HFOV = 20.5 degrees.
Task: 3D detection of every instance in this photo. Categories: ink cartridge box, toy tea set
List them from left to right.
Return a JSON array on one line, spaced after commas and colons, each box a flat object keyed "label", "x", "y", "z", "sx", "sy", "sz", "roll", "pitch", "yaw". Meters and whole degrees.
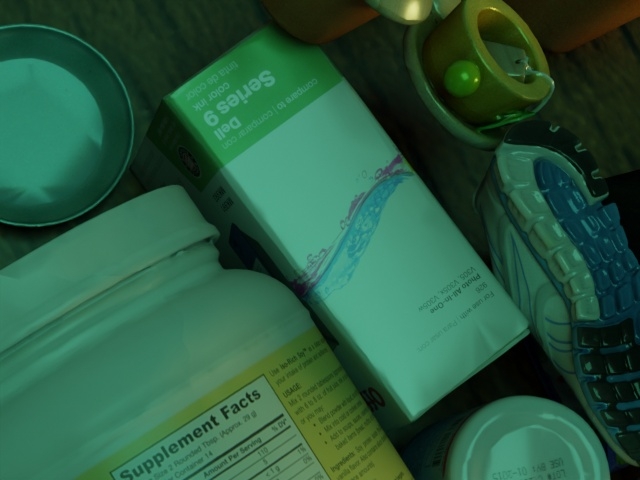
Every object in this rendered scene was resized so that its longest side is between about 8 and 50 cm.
[{"label": "ink cartridge box", "x": 0.000, "y": 0.000, "z": 0.968, "sx": 0.093, "sy": 0.154, "sz": 0.212, "roll": -38, "pitch": 90, "yaw": -17}, {"label": "toy tea set", "x": 0.101, "y": -0.172, "z": 0.975, "sx": 0.200, "sy": 0.124, "sz": 0.336, "roll": 50, "pitch": 35, "yaw": -7}]

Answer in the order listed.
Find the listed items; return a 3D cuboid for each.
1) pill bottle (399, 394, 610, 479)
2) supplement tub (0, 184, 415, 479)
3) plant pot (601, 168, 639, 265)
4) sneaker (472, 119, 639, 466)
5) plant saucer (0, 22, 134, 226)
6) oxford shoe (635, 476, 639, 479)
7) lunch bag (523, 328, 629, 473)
[{"label": "pill bottle", "x": 0.088, "y": 0.135, "z": 0.958, "sx": 0.087, "sy": 0.160, "sz": 0.087, "roll": 3, "pitch": 78, "yaw": -13}, {"label": "supplement tub", "x": -0.065, "y": 0.164, "z": 0.872, "sx": 0.241, "sy": 0.241, "sz": 0.331, "roll": -32, "pitch": 87, "yaw": -18}, {"label": "plant pot", "x": 0.281, "y": 0.038, "z": 0.939, "sx": 0.188, "sy": 0.167, "sz": 0.187, "roll": -15, "pitch": 97, "yaw": -23}, {"label": "sneaker", "x": 0.136, "y": 0.035, "z": 0.943, "sx": 0.071, "sy": 0.083, "sz": 0.191, "roll": -14, "pitch": 73, "yaw": -26}, {"label": "plant saucer", "x": -0.167, "y": -0.064, "z": 1.010, "sx": 0.119, "sy": 0.021, "sz": 0.119, "roll": 3, "pitch": 77, "yaw": -13}, {"label": "oxford shoe", "x": 0.386, "y": 0.196, "z": 0.999, "sx": 0.449, "sy": 0.130, "sz": 0.169, "roll": 11, "pitch": 69, "yaw": 2}, {"label": "lunch bag", "x": 0.192, "y": 0.047, "z": 1.044, "sx": 0.128, "sy": 0.096, "sz": 0.151, "roll": -23, "pitch": 99, "yaw": -22}]
